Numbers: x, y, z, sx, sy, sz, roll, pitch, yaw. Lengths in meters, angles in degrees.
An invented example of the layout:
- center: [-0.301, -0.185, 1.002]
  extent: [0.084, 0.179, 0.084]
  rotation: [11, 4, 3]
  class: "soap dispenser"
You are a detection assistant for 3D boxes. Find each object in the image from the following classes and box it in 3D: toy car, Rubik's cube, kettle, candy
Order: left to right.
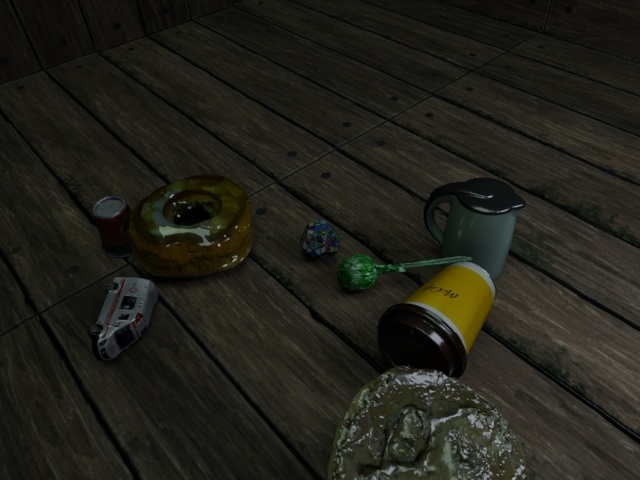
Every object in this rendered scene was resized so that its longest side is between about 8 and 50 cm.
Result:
- center: [-0.453, 0.181, 1.163]
  extent: [0.108, 0.089, 0.209]
  rotation: [2, 42, -2]
  class: "toy car"
- center: [0.000, 0.000, 1.311]
  extent: [0.111, 0.111, 0.093]
  rotation: [-10, 70, -7]
  class: "Rubik's cube"
- center: [0.199, 0.062, 1.204]
  extent: [0.324, 0.097, 0.097]
  rotation: [-9, 44, 11]
  class: "candy"
- center: [0.359, -0.036, 1.223]
  extent: [0.222, 0.236, 0.161]
  rotation: [17, 49, 19]
  class: "kettle"

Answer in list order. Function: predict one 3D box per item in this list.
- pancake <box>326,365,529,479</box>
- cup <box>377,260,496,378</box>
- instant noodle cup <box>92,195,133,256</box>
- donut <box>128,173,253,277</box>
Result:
- center: [0.188, 0.405, 0.848]
  extent: [0.388, 0.082, 0.386]
  rotation: [7, 54, -10]
  class: "pancake"
- center: [0.259, 0.167, 1.072]
  extent: [0.197, 0.196, 0.280]
  rotation: [28, 46, 28]
  class: "cup"
- center: [-0.548, -0.043, 1.357]
  extent: [0.127, 0.135, 0.127]
  rotation: [-1, 46, 1]
  class: "instant noodle cup"
- center: [-0.329, -0.044, 1.311]
  extent: [0.331, 0.159, 0.329]
  rotation: [5, 54, -7]
  class: "donut"
